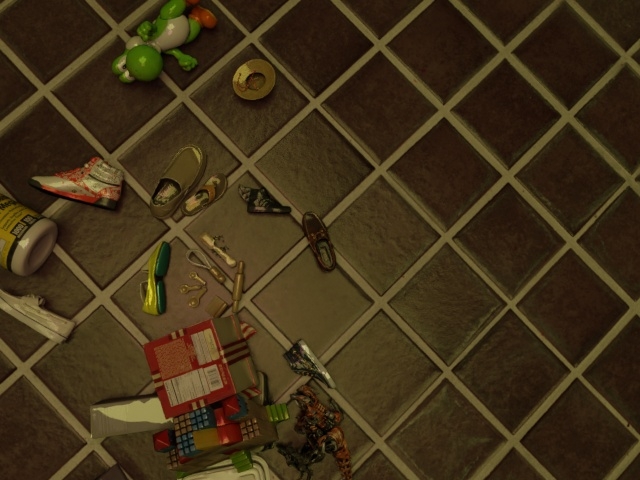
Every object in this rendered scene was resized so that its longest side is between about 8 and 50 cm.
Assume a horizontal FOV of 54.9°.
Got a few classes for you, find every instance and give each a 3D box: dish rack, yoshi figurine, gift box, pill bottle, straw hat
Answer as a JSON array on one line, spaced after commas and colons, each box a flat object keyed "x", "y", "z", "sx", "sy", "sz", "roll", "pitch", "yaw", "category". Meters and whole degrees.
[{"x": -0.274, "y": 0.828, "z": 1.823, "sx": 0.285, "sy": 0.072, "sz": 0.333, "roll": -9, "pitch": 83, "yaw": -5, "category": "dish rack"}, {"x": -0.488, "y": -0.620, "z": 1.931, "sx": 0.203, "sy": 0.203, "sz": 0.362, "roll": 45, "pitch": 84, "yaw": -5, "category": "yoshi figurine"}, {"x": -0.313, "y": 0.361, "z": 1.780, "sx": 0.276, "sy": 0.258, "sz": 0.255, "roll": -16, "pitch": 83, "yaw": 7, "category": "gift box"}, {"x": -0.971, "y": -0.047, "z": 1.813, "sx": 0.333, "sy": 0.188, "sz": 0.188, "roll": 27, "pitch": 81, "yaw": -1, "category": "pill bottle"}, {"x": -0.208, "y": -0.513, "z": 2.004, "sx": 0.144, "sy": 0.061, "sz": 0.145, "roll": -2, "pitch": 83, "yaw": 12, "category": "straw hat"}]

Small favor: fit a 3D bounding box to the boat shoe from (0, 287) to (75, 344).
[{"x": -0.860, "y": 0.205, "z": 1.839, "sx": 0.267, "sy": 0.096, "sz": 0.088, "roll": 33, "pitch": 77, "yaw": -1, "category": "boat shoe"}]

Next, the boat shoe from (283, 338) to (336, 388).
[{"x": -0.034, "y": 0.401, "z": 1.904, "sx": 0.083, "sy": 0.065, "sz": 0.183, "roll": -38, "pitch": 81, "yaw": -7, "category": "boat shoe"}]

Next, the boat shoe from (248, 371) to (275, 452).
[{"x": -0.176, "y": 0.520, "z": 1.878, "sx": 0.079, "sy": 0.084, "sz": 0.233, "roll": 10, "pitch": 71, "yaw": -42, "category": "boat shoe"}]

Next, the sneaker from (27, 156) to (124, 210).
[{"x": -0.746, "y": -0.194, "z": 1.904, "sx": 0.270, "sy": 0.090, "sz": 0.145, "roll": 15, "pitch": 81, "yaw": -6, "category": "sneaker"}]

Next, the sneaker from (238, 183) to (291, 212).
[{"x": -0.177, "y": -0.132, "z": 1.962, "sx": 0.170, "sy": 0.051, "sz": 0.089, "roll": 1, "pitch": 87, "yaw": -1, "category": "sneaker"}]

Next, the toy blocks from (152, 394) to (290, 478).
[{"x": -0.302, "y": 0.540, "z": 1.704, "sx": 0.381, "sy": 0.261, "sz": 0.191, "roll": -24, "pitch": 61, "yaw": 9, "category": "toy blocks"}]

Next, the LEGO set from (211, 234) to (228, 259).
[{"x": -0.316, "y": 0.025, "z": 1.948, "sx": 0.054, "sy": 0.023, "sz": 0.083, "roll": 5, "pitch": 69, "yaw": -6, "category": "LEGO set"}]

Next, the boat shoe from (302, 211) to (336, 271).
[{"x": 0.000, "y": 0.000, "z": 1.951, "sx": 0.073, "sy": 0.073, "sz": 0.207, "roll": -24, "pitch": 84, "yaw": -6, "category": "boat shoe"}]

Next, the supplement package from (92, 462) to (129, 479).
[{"x": -0.640, "y": 0.769, "z": 1.734, "sx": 0.203, "sy": 0.194, "sz": 0.149, "roll": -34, "pitch": 87, "yaw": -9, "category": "supplement package"}]

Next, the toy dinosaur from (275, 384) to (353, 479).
[{"x": 0.000, "y": 0.599, "z": 1.843, "sx": 0.218, "sy": 0.164, "sz": 0.322, "roll": -31, "pitch": 64, "yaw": -24, "category": "toy dinosaur"}]

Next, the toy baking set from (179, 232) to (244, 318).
[{"x": -0.331, "y": 0.113, "z": 1.909, "sx": 0.196, "sy": 0.030, "sz": 0.256, "roll": 13, "pitch": 91, "yaw": -1, "category": "toy baking set"}]

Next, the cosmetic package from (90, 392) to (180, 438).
[{"x": -0.540, "y": 0.509, "z": 1.812, "sx": 0.237, "sy": 0.127, "sz": 0.107, "roll": -4, "pitch": 83, "yaw": -4, "category": "cosmetic package"}]

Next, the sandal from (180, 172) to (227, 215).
[{"x": -0.366, "y": -0.144, "z": 1.948, "sx": 0.180, "sy": 0.049, "sz": 0.072, "roll": -40, "pitch": 88, "yaw": -8, "category": "sandal"}]

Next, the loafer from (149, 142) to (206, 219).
[{"x": -0.444, "y": -0.189, "z": 1.925, "sx": 0.101, "sy": 0.092, "sz": 0.269, "roll": 27, "pitch": 81, "yaw": -1, "category": "loafer"}]

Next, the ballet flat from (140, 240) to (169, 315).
[{"x": -0.515, "y": 0.115, "z": 1.894, "sx": 0.077, "sy": 0.077, "sz": 0.231, "roll": 1, "pitch": 84, "yaw": 12, "category": "ballet flat"}]
